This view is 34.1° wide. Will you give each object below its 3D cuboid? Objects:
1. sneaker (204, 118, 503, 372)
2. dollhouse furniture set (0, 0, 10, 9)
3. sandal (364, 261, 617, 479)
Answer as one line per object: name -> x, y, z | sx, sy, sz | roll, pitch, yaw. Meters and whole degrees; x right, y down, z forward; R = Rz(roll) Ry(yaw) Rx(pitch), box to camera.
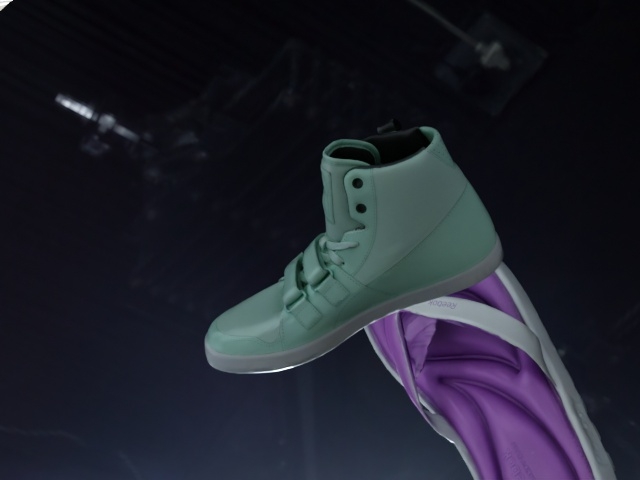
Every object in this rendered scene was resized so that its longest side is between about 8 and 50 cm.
sneaker -> 0.000, 0.000, 0.823 | 0.256, 0.151, 0.094 | -25, -152, 7
dollhouse furniture set -> -0.148, -0.209, 0.459 | 0.182, 0.161, 0.101 | 64, -14, 14
sandal -> 0.142, 0.123, 0.999 | 0.169, 0.102, 0.416 | -50, -128, 19
